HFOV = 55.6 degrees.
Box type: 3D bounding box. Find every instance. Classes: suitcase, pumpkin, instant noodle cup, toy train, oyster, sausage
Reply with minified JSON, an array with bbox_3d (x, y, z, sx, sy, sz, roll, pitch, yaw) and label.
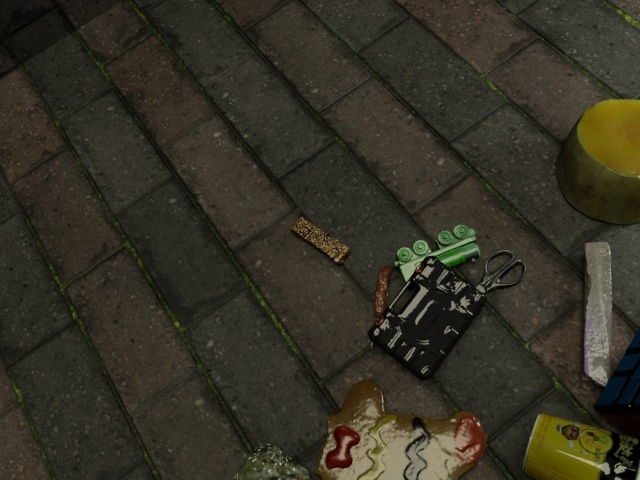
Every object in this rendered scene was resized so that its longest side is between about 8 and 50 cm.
[{"bbox_3d":[0.285,0.204,1.618,0.206,0.066,0.285,38,81,6],"label":"suitcase"},{"bbox_3d":[0.836,-0.230,1.683,0.332,0.199,0.332,-3,68,9],"label":"pumpkin"},{"bbox_3d":[0.600,0.509,1.391,0.236,0.215,0.216,17,69,28],"label":"instant noodle cup"},{"bbox_3d":[0.331,0.045,1.718,0.251,0.085,0.119,-22,69,3],"label":"toy train"},{"bbox_3d":[-0.103,0.646,1.503,0.198,0.112,0.267,-42,68,-9],"label":"oyster"},{"bbox_3d":[0.177,0.143,1.725,0.036,0.042,0.158,-16,53,47],"label":"sausage"}]

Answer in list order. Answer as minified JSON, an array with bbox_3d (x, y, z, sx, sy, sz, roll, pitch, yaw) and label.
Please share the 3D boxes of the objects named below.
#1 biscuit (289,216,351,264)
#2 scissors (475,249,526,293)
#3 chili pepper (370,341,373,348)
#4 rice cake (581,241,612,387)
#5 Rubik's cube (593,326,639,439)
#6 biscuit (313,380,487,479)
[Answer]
[{"bbox_3d":[0.000,0.000,1.825,0.199,0.034,0.064,35,76,22],"label":"biscuit"},{"bbox_3d":[0.440,0.142,1.681,0.300,0.022,0.109,-40,61,-7],"label":"scissors"},{"bbox_3d":[0.207,0.258,1.662,0.153,0.041,0.050,-17,105,3],"label":"chili pepper"},{"bbox_3d":[0.719,0.188,1.581,0.070,0.064,0.399,3,66,20],"label":"rice cake"},{"bbox_3d":[0.845,0.339,1.339,0.293,0.283,0.288,37,76,6],"label":"Rubik's cube"},{"bbox_3d":[0.186,0.560,1.507,0.394,0.076,0.368,14,68,17],"label":"biscuit"}]
